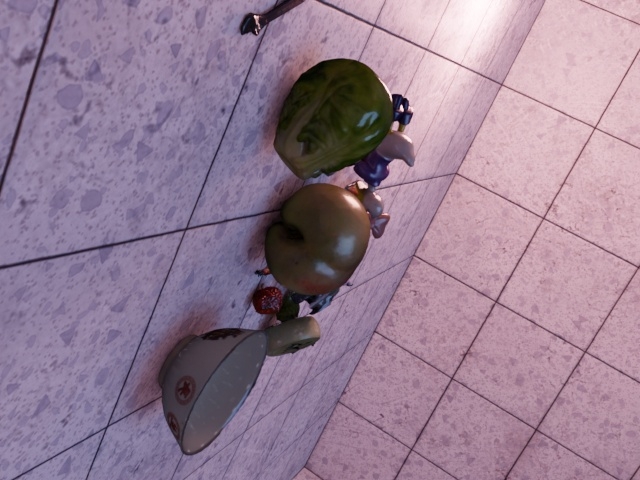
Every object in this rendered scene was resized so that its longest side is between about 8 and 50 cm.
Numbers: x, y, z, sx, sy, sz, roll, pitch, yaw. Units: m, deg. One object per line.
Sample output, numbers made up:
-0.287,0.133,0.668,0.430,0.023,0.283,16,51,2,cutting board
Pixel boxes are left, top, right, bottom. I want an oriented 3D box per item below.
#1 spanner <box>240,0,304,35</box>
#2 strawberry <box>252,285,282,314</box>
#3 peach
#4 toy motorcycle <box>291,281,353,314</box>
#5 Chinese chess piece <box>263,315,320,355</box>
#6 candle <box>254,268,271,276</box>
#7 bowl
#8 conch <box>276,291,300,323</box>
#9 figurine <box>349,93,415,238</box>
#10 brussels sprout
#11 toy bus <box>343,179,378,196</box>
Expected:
-0.079,-0.412,1.254,0.208,0.012,0.046,-46,158,-39,spanner
-0.147,0.167,1.924,0.083,0.083,0.096,-65,163,17,strawberry
-0.001,0.001,1.768,0.292,0.248,0.292,-25,125,-41,peach
0.006,0.123,2.130,0.188,0.143,0.327,-36,178,3,toy motorcycle
-0.092,0.298,2.164,0.189,0.083,0.188,-18,164,-5,Chinese chess piece
-0.137,0.084,1.913,0.026,0.021,0.167,-65,163,14,candle
-0.279,0.324,1.670,0.337,0.158,0.337,-53,162,-25,bowl
-0.102,0.210,2.188,0.089,0.074,0.121,-126,-136,-73,conch
0.171,-0.208,1.974,0.154,0.193,0.420,-6,123,-53,figurine
0.019,-0.252,1.479,0.271,0.219,0.210,-42,148,8,brussels sprout
0.087,-0.048,2.168,0.121,0.120,0.265,-31,148,-60,toy bus
